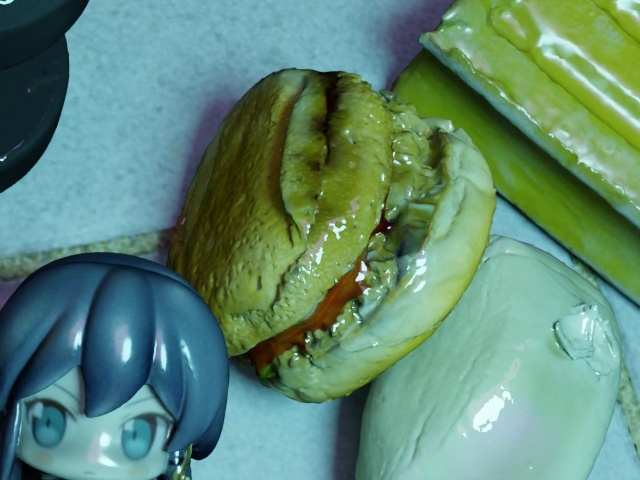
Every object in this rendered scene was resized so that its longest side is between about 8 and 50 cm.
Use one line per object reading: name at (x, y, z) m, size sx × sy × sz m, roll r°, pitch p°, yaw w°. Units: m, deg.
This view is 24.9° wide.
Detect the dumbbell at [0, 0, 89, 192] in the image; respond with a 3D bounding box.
dumbbell at (-0.258, -0.164, 0.975) m, size 0.204 × 0.322 × 0.203 m, roll 5°, pitch 70°, yaw -15°

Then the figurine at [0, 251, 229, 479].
figurine at (-0.152, 0.139, 0.960) m, size 0.175 × 0.197 × 0.265 m, roll 15°, pitch 107°, yaw -33°

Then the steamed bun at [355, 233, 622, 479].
steamed bun at (0.137, 0.116, 1.071) m, size 0.170 × 0.152 × 0.238 m, roll 33°, pitch 64°, yaw -31°

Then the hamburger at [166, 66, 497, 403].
hamburger at (0.000, 0.000, 1.058) m, size 0.163 × 0.244 × 0.244 m, roll 24°, pitch 66°, yaw -27°

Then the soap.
soap at (0.268, -0.137, 1.217) m, size 0.335 × 0.156 × 0.293 m, roll 38°, pitch 63°, yaw -2°
